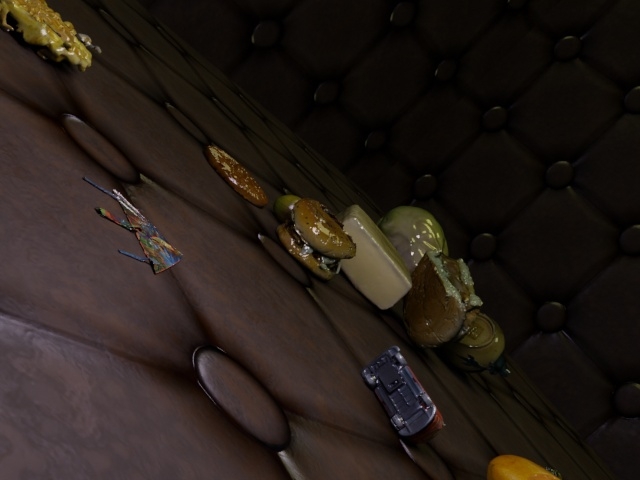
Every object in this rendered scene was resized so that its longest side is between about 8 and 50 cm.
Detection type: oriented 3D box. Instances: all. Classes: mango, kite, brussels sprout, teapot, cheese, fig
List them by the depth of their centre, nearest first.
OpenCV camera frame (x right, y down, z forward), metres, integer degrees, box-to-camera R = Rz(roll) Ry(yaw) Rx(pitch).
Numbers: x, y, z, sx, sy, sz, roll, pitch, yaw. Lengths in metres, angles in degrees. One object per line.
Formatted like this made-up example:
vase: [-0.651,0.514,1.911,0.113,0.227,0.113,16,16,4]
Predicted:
kite: [-0.232,-0.011,1.049,0.160,0.010,0.183,35,14,-48]
mango: [0.364,0.450,1.296,0.187,0.138,0.257,21,15,-25]
fig: [-0.075,-0.072,1.854,0.088,0.074,0.074,29,-1,33]
cheese: [0.119,0.037,2.045,0.242,0.124,0.265,54,8,-6]
teapot: [0.398,0.287,2.185,0.270,0.173,0.182,27,-35,27]
brussels sprout: [0.278,0.028,2.535,0.316,0.243,0.273,-52,121,-76]

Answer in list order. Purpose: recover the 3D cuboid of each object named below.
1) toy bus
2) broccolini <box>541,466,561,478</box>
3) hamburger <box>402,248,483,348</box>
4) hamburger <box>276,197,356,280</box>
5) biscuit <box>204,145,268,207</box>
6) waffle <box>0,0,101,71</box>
toy bus: [0.141,0.261,1.323,0.077,0.079,0.174,50,4,-41]
broccolini: [0.494,0.536,1.795,0.074,0.078,0.392,37,-2,23]
hamburger: [0.289,0.158,2.004,0.133,0.211,0.308,20,23,-13]
hamburger: [0.000,0.000,1.726,0.185,0.113,0.177,51,9,36]
biscuit: [-0.187,-0.146,1.809,0.188,0.027,0.188,44,8,-8]
waffle: [-0.512,-0.398,1.381,0.262,0.060,0.280,30,16,-49]
